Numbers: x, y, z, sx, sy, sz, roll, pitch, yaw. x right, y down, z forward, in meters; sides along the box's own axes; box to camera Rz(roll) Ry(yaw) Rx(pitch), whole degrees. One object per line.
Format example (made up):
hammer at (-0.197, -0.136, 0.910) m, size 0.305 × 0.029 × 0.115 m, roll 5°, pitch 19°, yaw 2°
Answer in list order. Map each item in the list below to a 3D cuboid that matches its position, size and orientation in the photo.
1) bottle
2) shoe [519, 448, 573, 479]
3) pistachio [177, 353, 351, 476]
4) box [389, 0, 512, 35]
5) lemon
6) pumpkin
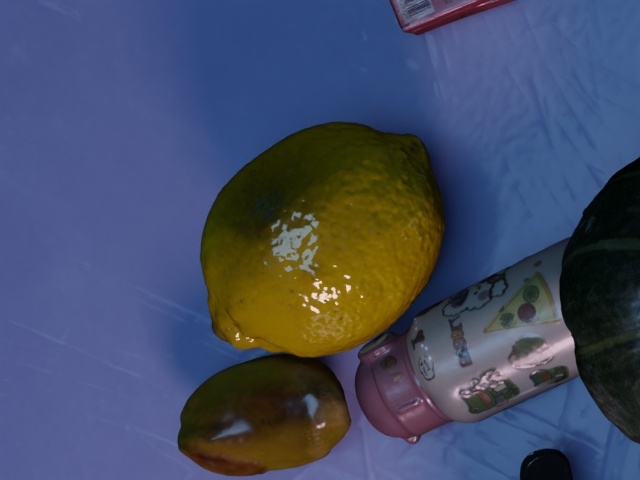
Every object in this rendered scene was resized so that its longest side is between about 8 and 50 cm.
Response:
bottle at (0.148, 0.099, 1.689) m, size 0.253 × 0.120 × 0.120 m, roll -27°, pitch 82°, yaw 19°
shoe at (0.206, 0.255, 1.706) m, size 0.062 × 0.053 × 0.159 m, roll -7°, pitch 114°, yaw -7°
pistachio at (-0.050, 0.165, 1.785) m, size 0.189 × 0.100 × 0.110 m, roll -19°, pitch 62°, yaw 30°
box at (0.105, -0.278, 1.726) m, size 0.111 × 0.060 × 0.156 m, roll -21°, pitch 87°, yaw 21°
lemon at (0.000, 0.000, 1.700) m, size 0.260 × 0.204 × 0.204 m, roll -43°, pitch 76°, yaw 5°
pumpkin at (0.342, 0.059, 1.540) m, size 0.300 × 0.300 × 0.207 m, roll 66°, pitch 154°, yaw 8°
